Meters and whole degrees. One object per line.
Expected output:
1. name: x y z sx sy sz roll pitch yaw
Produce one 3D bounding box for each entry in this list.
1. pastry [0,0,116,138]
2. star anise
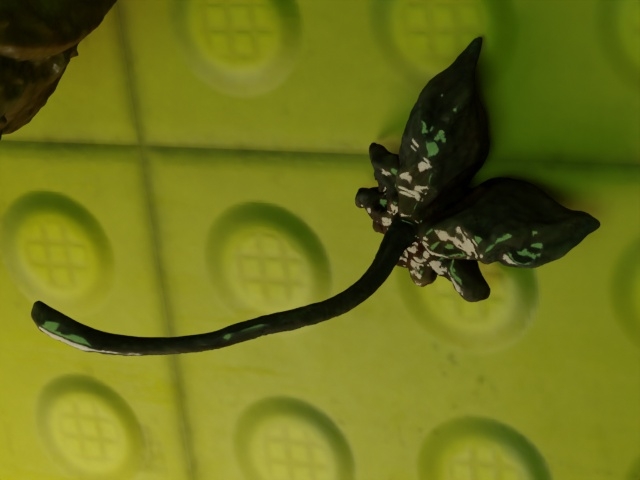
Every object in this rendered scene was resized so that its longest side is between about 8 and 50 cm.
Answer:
1. pastry: -0.225 -0.163 0.957 0.132 0.235 0.240 -33 83 38
2. star anise: 0.000 0.000 0.933 0.218 0.227 0.148 13 124 34
